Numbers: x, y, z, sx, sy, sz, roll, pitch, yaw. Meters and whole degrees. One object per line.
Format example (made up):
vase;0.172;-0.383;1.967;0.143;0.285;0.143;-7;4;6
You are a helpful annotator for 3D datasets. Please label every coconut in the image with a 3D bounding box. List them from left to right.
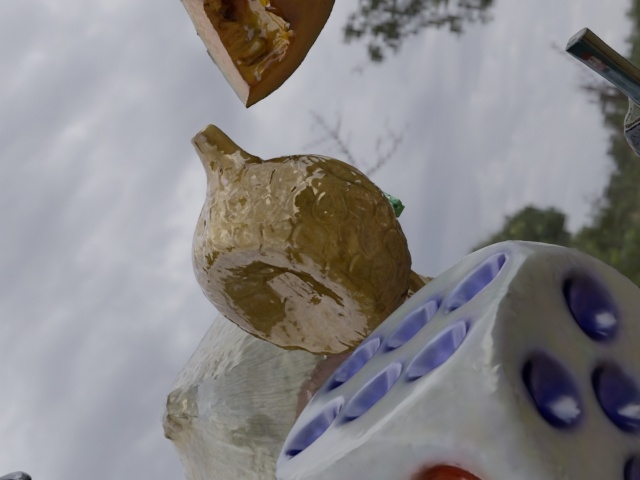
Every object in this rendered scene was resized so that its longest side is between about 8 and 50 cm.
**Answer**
coconut;-0.004;0.205;1.565;0.404;0.405;0.404;12;-90;-78

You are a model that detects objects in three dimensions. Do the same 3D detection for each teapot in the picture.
teapot;0.000;0.000;1.286;0.203;0.311;0.167;-30;32;47

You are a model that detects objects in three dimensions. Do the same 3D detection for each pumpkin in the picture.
pumpkin;-0.076;-0.310;1.526;0.148;0.169;0.312;-35;-19;-25

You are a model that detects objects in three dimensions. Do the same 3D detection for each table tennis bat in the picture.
table tennis bat;0.403;-0.142;1.551;0.173;0.301;0.022;-37;22;53

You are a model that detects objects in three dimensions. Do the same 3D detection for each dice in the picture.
dice;0.140;0.173;1.064;0.259;0.251;0.243;-37;10;40

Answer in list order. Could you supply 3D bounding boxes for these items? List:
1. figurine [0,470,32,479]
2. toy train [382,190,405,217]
figurine;-0.356;0.238;1.289;0.140;0.193;0.265;-40;-39;10
toy train;0.036;-0.031;1.653;0.099;0.149;0.081;-60;-34;-11
